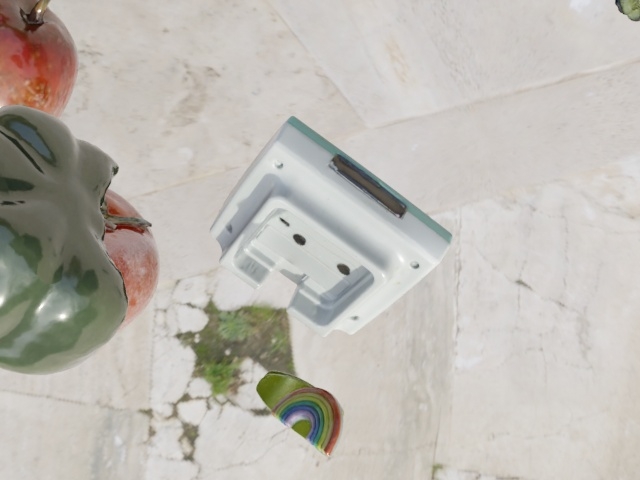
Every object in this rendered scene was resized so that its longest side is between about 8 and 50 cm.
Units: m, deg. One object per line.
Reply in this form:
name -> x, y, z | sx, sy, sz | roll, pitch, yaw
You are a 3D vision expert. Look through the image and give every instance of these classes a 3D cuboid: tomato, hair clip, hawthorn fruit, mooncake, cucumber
tomato -> -0.382, 0.037, 1.378 | 0.270, 0.270, 0.227 | 35, 109, 5
hair clip -> -0.027, 0.187, 1.040 | 0.060, 0.188, 0.033 | -51, 122, -12
hawthorn fruit -> -0.430, -0.228, 1.193 | 0.262, 0.235, 0.231 | -23, 120, -17
mooncake -> -0.191, -0.001, 0.594 | 0.104, 0.168, 0.175 | -34, 80, 22
cucumber -> 0.340, -0.225, 0.857 | 0.043, 0.163, 0.039 | -18, 84, 50

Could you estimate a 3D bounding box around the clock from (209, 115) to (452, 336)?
clock -> 0.000, 0.000, 1.173 | 0.262, 0.116, 0.231 | 35, 143, -8
